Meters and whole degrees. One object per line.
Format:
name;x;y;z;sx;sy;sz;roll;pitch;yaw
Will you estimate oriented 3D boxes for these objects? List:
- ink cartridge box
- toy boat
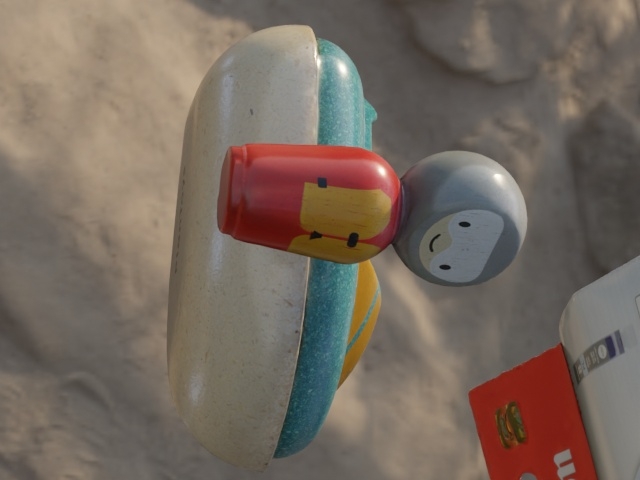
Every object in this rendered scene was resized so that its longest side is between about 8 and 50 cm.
ink cartridge box;0.229;0.200;1.122;0.091;0.385;0.308;1;67;-33
toy boat;0.000;0.000;0.826;0.148;0.318;0.267;6;83;-11
